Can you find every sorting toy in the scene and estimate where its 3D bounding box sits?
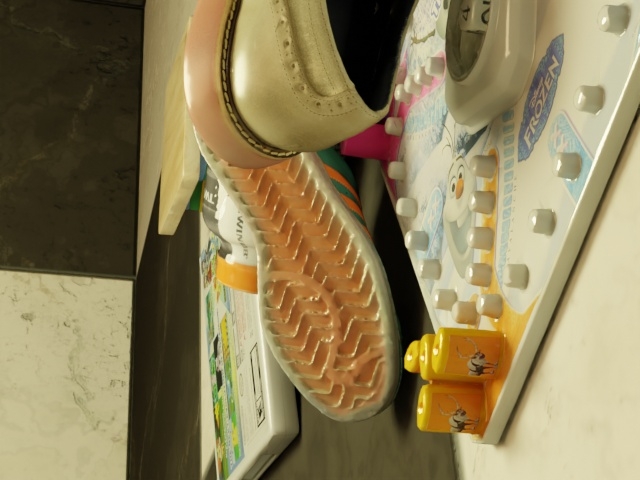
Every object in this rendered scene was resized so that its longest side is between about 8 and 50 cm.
[{"bbox_3d":[-0.180,-0.164,1.806,0.257,0.089,0.255,130,143,-66],"label":"sorting toy"}]

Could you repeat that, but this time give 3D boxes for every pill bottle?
[{"bbox_3d":[-0.041,-0.074,1.119,0.130,0.130,0.246,-131,48,-71],"label":"pill bottle"}]

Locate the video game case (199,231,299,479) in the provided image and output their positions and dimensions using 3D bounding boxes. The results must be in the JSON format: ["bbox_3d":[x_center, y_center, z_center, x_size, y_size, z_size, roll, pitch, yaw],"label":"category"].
[{"bbox_3d":[-0.090,0.108,1.393,0.300,0.036,0.329,122,144,-61],"label":"video game case"}]

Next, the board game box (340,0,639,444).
[{"bbox_3d":[0.095,-0.141,0.759,0.390,0.050,0.390,-104,23,-53],"label":"board game box"}]

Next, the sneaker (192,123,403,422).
[{"bbox_3d":[0.000,0.000,0.959,0.121,0.108,0.302,16,-130,-66],"label":"sneaker"}]

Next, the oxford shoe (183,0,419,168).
[{"bbox_3d":[0.028,-0.239,0.783,0.146,0.140,0.397,-3,74,44],"label":"oxford shoe"}]
